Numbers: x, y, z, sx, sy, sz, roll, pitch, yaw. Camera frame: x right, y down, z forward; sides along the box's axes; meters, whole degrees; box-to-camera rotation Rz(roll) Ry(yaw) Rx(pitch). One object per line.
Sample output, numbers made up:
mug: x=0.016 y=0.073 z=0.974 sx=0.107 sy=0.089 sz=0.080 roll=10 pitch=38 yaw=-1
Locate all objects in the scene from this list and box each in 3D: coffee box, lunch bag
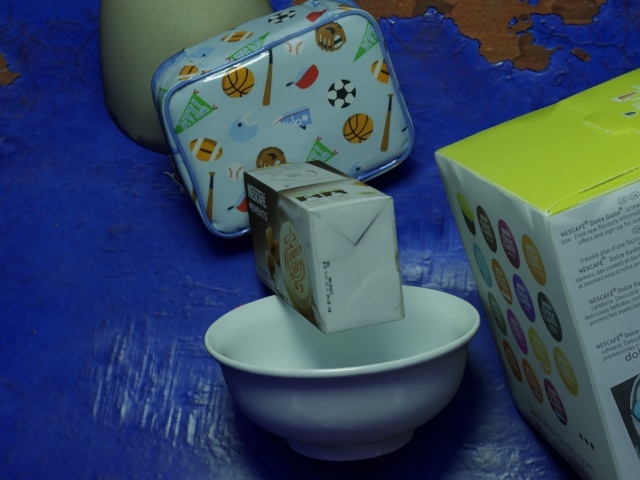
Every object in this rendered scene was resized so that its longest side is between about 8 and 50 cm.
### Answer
coffee box: x=0.357 y=0.025 z=1.491 sx=0.338 sy=0.334 sz=0.337 roll=-21 pitch=17 yaw=-7
lunch bag: x=-0.049 y=-0.143 z=1.783 sx=0.303 sy=0.243 sz=0.115 roll=-24 pitch=28 yaw=-7
coffee box: x=0.000 y=0.000 z=1.650 sx=0.098 sy=0.141 sz=0.246 roll=-11 pitch=16 yaw=-17

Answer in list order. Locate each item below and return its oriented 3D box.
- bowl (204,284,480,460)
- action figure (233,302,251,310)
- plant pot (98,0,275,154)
bowl: x=0.028 y=0.151 z=1.604 sx=0.298 sy=0.134 sz=0.298 roll=-5 pitch=14 yaw=1
action figure: x=-0.063 y=0.085 z=1.752 sx=0.115 sy=0.030 sz=0.038 roll=-18 pitch=53 yaw=0
plant pot: x=-0.174 y=-0.286 z=1.850 sx=0.257 sy=0.274 sz=0.256 roll=-2 pitch=59 yaw=4
